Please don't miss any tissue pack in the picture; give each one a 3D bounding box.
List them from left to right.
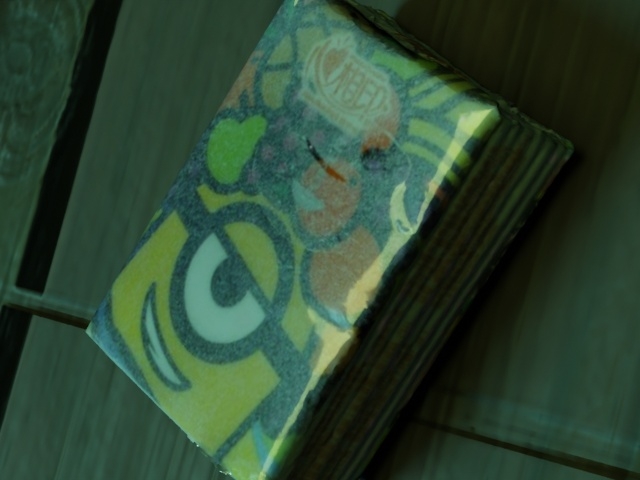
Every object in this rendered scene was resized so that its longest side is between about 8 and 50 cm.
[{"bbox_3d":[0.000,0.000,0.635,0.108,0.060,0.148,39,101,39],"label":"tissue pack"}]
